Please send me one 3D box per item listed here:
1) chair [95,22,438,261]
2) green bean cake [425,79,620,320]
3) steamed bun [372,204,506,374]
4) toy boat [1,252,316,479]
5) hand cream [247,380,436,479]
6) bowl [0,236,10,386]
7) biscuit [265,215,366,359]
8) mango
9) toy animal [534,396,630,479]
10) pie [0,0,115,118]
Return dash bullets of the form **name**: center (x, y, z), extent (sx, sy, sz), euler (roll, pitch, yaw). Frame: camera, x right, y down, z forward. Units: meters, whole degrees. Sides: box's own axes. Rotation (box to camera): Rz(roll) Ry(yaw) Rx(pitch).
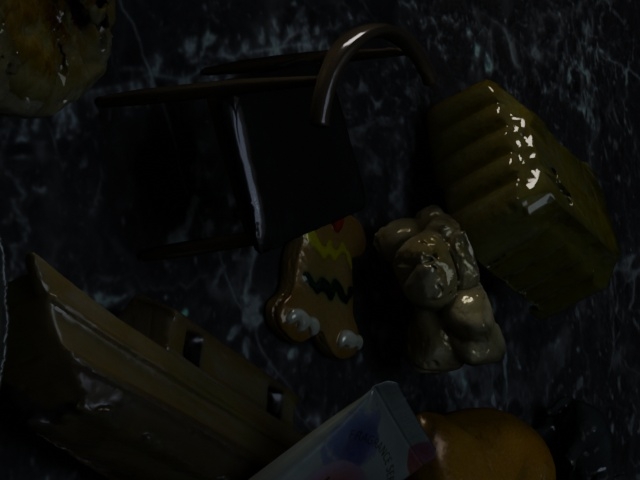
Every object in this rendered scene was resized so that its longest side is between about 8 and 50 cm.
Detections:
- **chair**: center (-0.035, -0.086, 1.340), extent (0.188, 0.272, 0.166), euler (-25, 102, -51)
- **green bean cake**: center (0.241, -0.055, 1.767), extent (0.236, 0.124, 0.233), euler (35, 34, -44)
- **steamed bun**: center (0.124, 0.066, 1.628), extent (0.192, 0.106, 0.177), euler (-119, -174, -72)
- **toy boat**: center (-0.115, 0.140, 1.309), extent (0.445, 0.136, 0.162), euler (37, 42, -42)
- **hand cream**: center (-0.054, 0.250, 1.269), extent (0.341, 0.078, 0.124), euler (-34, 133, -5)
- **bowl**: center (-0.376, 0.044, 0.962), extent (0.337, 0.158, 0.337), euler (12, 75, -51)
- **biscuit**: center (0.001, 0.000, 1.567), extent (0.158, 0.035, 0.240), euler (19, 69, -52)
- **mango**: center (0.165, 0.258, 1.672), extent (0.262, 0.109, 0.157), euler (24, 74, -43)
- **toy animal**: center (0.338, 0.315, 1.901), extent (0.137, 0.082, 0.269), euler (-49, 120, -44)
- **pie**: center (-0.226, -0.253, 1.192), extent (0.339, 0.077, 0.339), euler (6, 90, -81)
